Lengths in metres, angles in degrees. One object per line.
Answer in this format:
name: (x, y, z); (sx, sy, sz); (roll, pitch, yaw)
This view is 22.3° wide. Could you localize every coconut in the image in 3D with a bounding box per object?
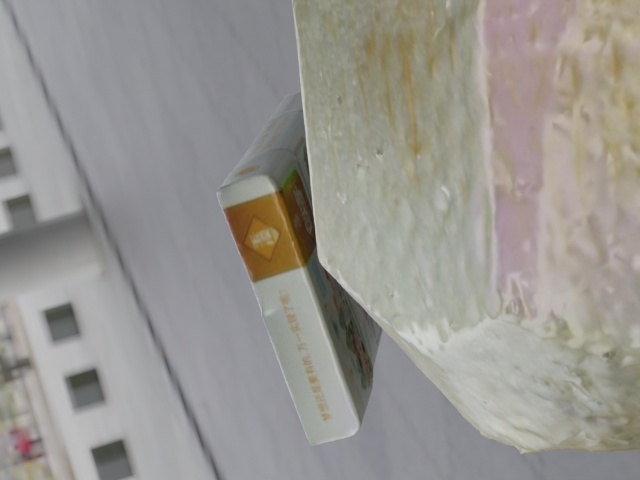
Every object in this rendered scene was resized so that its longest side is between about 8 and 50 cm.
coconut: (0.101, -0.062, 0.485); (0.197, 0.237, 0.237); (-83, -19, -75)

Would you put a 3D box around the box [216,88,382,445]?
box: (-0.001, 0.000, 0.777); (0.220, 0.032, 0.122); (-66, -42, -73)
